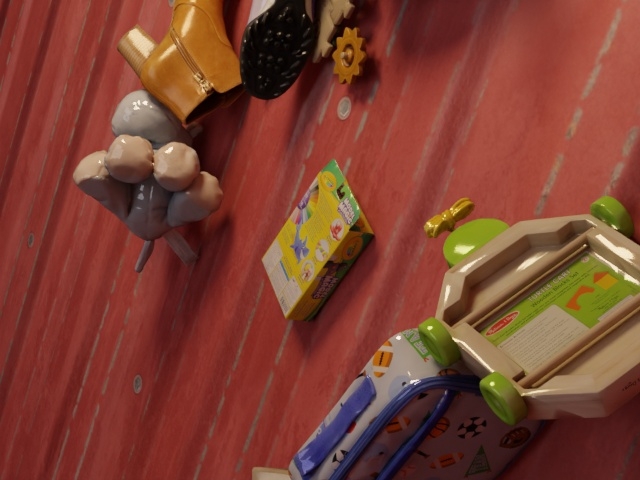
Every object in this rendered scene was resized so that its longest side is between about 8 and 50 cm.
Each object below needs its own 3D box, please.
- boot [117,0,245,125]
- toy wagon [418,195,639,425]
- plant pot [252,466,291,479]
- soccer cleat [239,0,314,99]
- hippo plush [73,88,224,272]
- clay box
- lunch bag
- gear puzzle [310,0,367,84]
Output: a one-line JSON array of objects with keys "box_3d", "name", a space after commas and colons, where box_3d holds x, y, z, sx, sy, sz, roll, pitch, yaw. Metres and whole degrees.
[{"box_3d": [-0.184, -0.347, 2.100, 0.295, 0.104, 0.211, -44, 76, -9], "name": "boot"}, {"box_3d": [0.237, 0.055, 1.316, 0.344, 0.267, 0.068, 41, 160, 52], "name": "toy wagon"}, {"box_3d": [-0.025, 0.374, 1.723, 0.096, 0.109, 0.109, -14, 71, 40], "name": "plant pot"}, {"box_3d": [-0.056, -0.375, 1.876, 0.116, 0.108, 0.318, -95, 15, -68], "name": "soccer cleat"}, {"box_3d": [-0.264, -0.135, 2.117, 0.234, 0.294, 0.237, -8, 48, 22], "name": "hippo plush"}, {"box_3d": [0.000, 0.000, 1.806, 0.222, 0.053, 0.127, -54, 43, 32], "name": "clay box"}, {"box_3d": [0.106, 0.240, 1.437, 0.303, 0.243, 0.115, -57, 41, 30], "name": "lunch bag"}, {"box_3d": [0.021, -0.375, 1.866, 0.175, 0.044, 0.339, -57, 40, 41], "name": "gear puzzle"}]
